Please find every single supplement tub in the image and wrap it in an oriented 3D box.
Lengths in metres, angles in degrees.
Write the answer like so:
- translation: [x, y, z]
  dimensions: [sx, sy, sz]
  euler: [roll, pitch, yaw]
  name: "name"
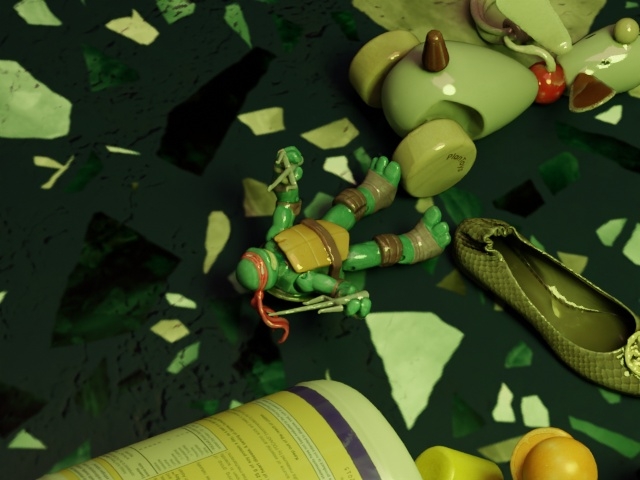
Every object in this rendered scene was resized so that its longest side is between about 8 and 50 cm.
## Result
- translation: [-0.094, 0.262, 1.198]
  dimensions: [0.331, 0.241, 0.241]
  euler: [-18, 62, -22]
  name: "supplement tub"

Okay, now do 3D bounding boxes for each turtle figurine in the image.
- translation: [0.000, 0.000, 1.467]
  dimensions: [0.234, 0.118, 0.175]
  euler: [-20, 77, -40]
  name: "turtle figurine"

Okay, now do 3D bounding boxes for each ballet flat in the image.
- translation: [0.230, 0.057, 1.510]
  dimensions: [0.250, 0.058, 0.084]
  euler: [39, 59, 14]
  name: "ballet flat"

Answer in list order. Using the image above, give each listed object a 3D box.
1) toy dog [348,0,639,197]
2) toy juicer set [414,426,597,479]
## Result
- translation: [0.186, -0.182, 1.596]
  dimensions: [0.220, 0.161, 0.333]
  euler: [42, 59, 16]
  name: "toy dog"
- translation: [0.160, 0.301, 1.260]
  dimensions: [0.089, 0.209, 0.329]
  euler: [32, 49, -34]
  name: "toy juicer set"
